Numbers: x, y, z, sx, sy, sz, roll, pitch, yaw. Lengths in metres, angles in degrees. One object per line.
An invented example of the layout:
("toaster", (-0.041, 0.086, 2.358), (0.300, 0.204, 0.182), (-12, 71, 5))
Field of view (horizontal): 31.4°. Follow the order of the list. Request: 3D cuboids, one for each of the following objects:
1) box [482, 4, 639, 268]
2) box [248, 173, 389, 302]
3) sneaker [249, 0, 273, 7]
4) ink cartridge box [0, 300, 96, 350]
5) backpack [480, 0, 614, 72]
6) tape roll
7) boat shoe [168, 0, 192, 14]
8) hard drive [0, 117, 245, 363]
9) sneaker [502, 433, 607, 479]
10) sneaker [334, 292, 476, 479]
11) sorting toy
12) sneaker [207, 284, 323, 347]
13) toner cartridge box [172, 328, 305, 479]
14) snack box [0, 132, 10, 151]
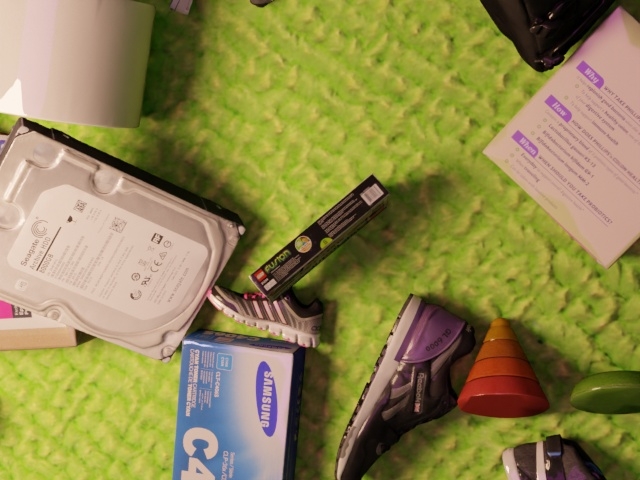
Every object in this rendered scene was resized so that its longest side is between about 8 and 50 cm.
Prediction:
("box", (0.365, -0.128, 1.418), (0.213, 0.117, 0.243), (44, 105, 6))
("box", (0.000, 0.000, 1.497), (0.207, 0.114, 0.036), (-40, 84, -4))
("sneaker", (-0.121, -0.386, 1.539), (0.178, 0.072, 0.077), (45, 106, 7))
("ink cartridge box", (-0.435, 0.039, 1.657), (0.193, 0.088, 0.235), (-5, 96, 14))
("backpack", (0.317, -0.414, 1.325), (0.355, 0.290, 0.273), (-38, 72, 9))
("tape roll", (-0.352, -0.250, 1.523), (0.246, 0.246, 0.169), (12, 98, 13))
("boat shoe", (-0.174, -0.360, 1.578), (0.035, 0.035, 0.100), (24, 99, -17))
("hard drive", (-0.302, 0.006, 1.541), (0.338, 0.064, 0.237), (26, 103, -24))
("sneaker", (0.331, 0.363, 1.499), (0.121, 0.079, 0.217), (-21, 89, 17))
("sneaker", (0.116, 0.223, 1.531), (0.124, 0.107, 0.283), (25, 102, 4))
("sorting toy", (0.359, 0.154, 1.477), (0.365, 0.127, 0.126), (-4, 65, 12))
("sneaker", (-0.070, 0.087, 1.578), (0.170, 0.063, 0.075), (21, 95, -1))
("toner cartridge box", (-0.121, 0.310, 1.613), (0.165, 0.075, 0.348), (6, 97, 12))
("snack box", (-0.527, -0.134, 1.627), (0.022, 0.178, 0.064), (27, 104, 47))
